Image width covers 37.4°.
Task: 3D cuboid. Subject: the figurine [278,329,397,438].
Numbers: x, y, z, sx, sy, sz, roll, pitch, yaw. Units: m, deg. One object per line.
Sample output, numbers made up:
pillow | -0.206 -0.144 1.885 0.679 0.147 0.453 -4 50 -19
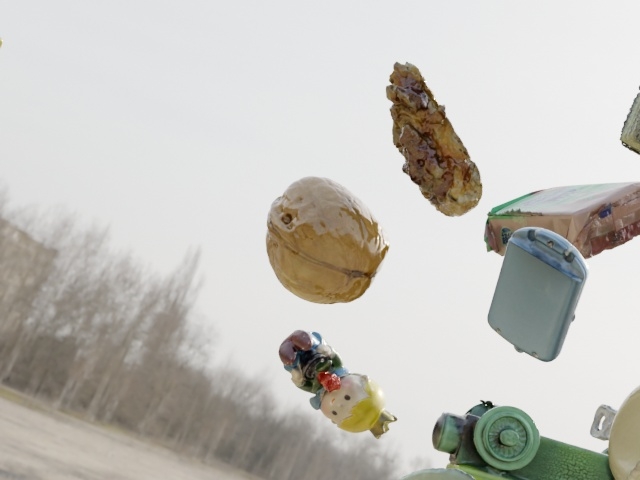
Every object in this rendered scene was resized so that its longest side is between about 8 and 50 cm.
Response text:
figurine | 0.032 0.272 1.767 0.234 0.127 0.185 51 -5 27

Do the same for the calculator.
calculator | 0.297 0.078 1.309 0.121 0.039 0.210 35 -45 32

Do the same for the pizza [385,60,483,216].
pizza | 0.120 -0.114 1.095 0.194 0.069 0.154 63 0 -4

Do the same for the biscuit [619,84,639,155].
biscuit | 0.524 -0.216 1.308 0.147 0.250 0.046 26 -2 -17

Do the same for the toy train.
toy train | 0.372 0.420 1.480 0.442 0.272 0.179 17 -12 2

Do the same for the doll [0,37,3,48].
doll | -0.389 -0.094 0.925 0.117 0.291 0.086 13 -10 31

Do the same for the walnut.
walnut | 0.000 0.000 1.150 0.144 0.144 0.180 35 16 -42

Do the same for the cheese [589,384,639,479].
cheese | 0.415 0.229 1.200 0.071 0.163 0.249 21 14 -7

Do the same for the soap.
soap | 0.426 -0.034 1.606 0.218 0.098 0.273 -19 8 -20

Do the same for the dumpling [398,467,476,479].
dumpling | 0.163 0.382 1.229 0.219 0.152 0.108 5 -27 40
